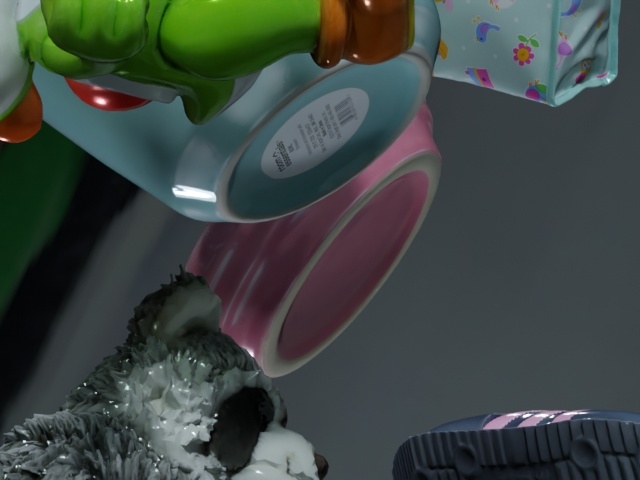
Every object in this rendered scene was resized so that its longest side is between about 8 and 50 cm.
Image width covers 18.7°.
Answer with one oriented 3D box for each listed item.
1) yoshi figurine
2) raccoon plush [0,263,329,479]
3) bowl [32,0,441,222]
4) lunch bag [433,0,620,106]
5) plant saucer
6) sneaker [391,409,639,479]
[{"bbox_3d":[-0.142,-0.161,1.030,0.203,0.362,0.203,116,141,-85],"label":"yoshi figurine"},{"bbox_3d":[-0.218,0.146,1.202,0.216,0.446,0.299,119,159,-44],"label":"raccoon plush"},{"bbox_3d":[-0.039,-0.129,1.340,0.311,0.163,0.311,-31,-23,-14],"label":"bowl"},{"bbox_3d":[0.201,-0.298,2.049,0.160,0.223,0.262,-24,-58,-46],"label":"lunch bag"},{"bbox_3d":[0.000,0.000,1.724,0.332,0.084,0.332,-46,-18,-19],"label":"plant saucer"},{"bbox_3d":[0.207,0.168,1.438,0.131,0.319,0.112,-12,-81,-45],"label":"sneaker"}]
